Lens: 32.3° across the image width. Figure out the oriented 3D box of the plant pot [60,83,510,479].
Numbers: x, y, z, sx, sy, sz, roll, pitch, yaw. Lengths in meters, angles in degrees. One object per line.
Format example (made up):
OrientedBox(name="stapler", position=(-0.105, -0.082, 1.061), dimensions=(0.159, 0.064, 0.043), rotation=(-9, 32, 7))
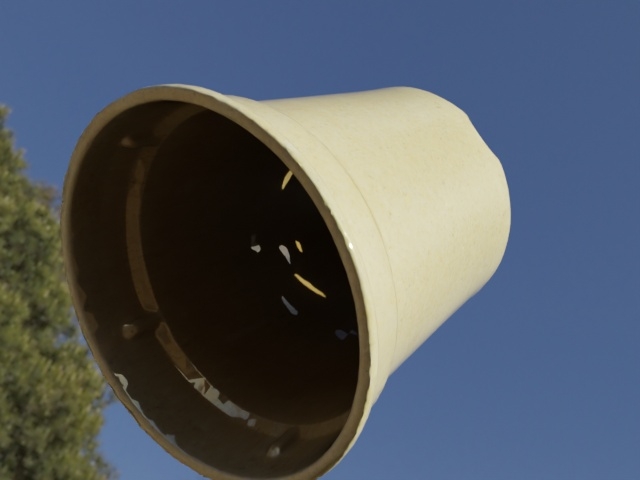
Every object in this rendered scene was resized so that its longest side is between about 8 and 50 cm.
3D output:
OrientedBox(name="plant pot", position=(0.000, 0.000, 0.968), dimensions=(0.334, 0.305, 0.333), rotation=(17, -62, 36))
